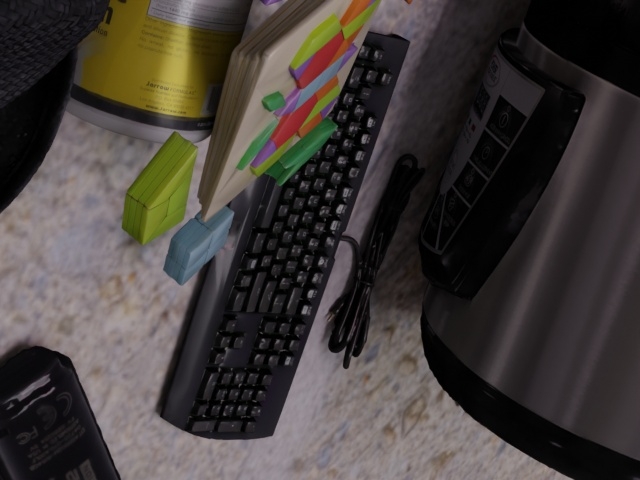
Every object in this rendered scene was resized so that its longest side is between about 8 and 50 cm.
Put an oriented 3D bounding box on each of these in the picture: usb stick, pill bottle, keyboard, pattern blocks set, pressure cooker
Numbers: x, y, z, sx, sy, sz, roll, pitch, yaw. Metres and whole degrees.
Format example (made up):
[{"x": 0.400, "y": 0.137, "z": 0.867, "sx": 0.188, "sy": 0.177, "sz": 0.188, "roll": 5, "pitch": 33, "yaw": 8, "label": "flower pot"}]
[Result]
[{"x": -0.167, "y": 0.183, "z": 1.207, "sx": 0.077, "sy": 0.045, "sz": 0.278, "roll": -34, "pitch": 136, "yaw": -21, "label": "usb stick"}, {"x": -0.087, "y": -0.156, "z": 1.030, "sx": 0.103, "sy": 0.103, "sz": 0.184, "roll": 0, "pitch": 113, "yaw": -49, "label": "pill bottle"}, {"x": 0.000, "y": 0.000, "z": 1.295, "sx": 0.201, "sy": 0.033, "sz": 0.317, "roll": 2, "pitch": 112, "yaw": -50, "label": "keyboard"}, {"x": -0.013, "y": -0.100, "z": 1.054, "sx": 0.285, "sy": 0.026, "sz": 0.325, "roll": -47, "pitch": 170, "yaw": -20, "label": "pattern blocks set"}, {"x": 0.297, "y": -0.047, "z": 1.331, "sx": 0.375, "sy": 0.370, "sz": 0.420, "roll": -6, "pitch": 121, "yaw": -52, "label": "pressure cooker"}]

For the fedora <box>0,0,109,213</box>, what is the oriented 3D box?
[{"x": -0.209, "y": -0.137, "z": 0.768, "sx": 0.334, "sy": 0.152, "sz": 0.334, "roll": 8, "pitch": 78, "yaw": -43, "label": "fedora"}]
